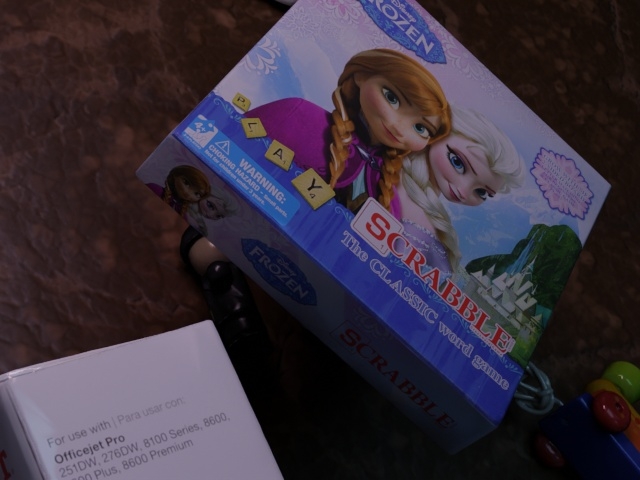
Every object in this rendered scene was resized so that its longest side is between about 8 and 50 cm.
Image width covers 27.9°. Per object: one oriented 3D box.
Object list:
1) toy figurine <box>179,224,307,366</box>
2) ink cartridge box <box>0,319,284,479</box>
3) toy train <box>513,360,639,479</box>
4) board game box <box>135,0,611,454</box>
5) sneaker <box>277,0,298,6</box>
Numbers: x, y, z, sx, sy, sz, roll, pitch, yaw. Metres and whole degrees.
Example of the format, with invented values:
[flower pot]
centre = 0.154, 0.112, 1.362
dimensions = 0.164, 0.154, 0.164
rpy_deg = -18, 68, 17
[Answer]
[toy figurine]
centre = 0.000, 0.000, 1.149
dimensions = 0.210, 0.213, 0.148
rpy_deg = 2, 47, -33
[ink cartridge box]
centre = -0.115, 0.292, 0.864
dimensions = 0.166, 0.285, 0.394
rpy_deg = -15, 73, -37
[toy train]
centre = 0.279, 0.162, 1.289
dimensions = 0.248, 0.105, 0.143
rpy_deg = 50, 41, 4
[board game box]
centre = 0.063, -0.048, 1.031
dimensions = 0.319, 0.066, 0.318
rpy_deg = 42, 45, -7
[sneaker]
centre = -0.092, -0.337, 1.373
dimensions = 0.235, 0.090, 0.094
rpy_deg = 30, 40, -17
